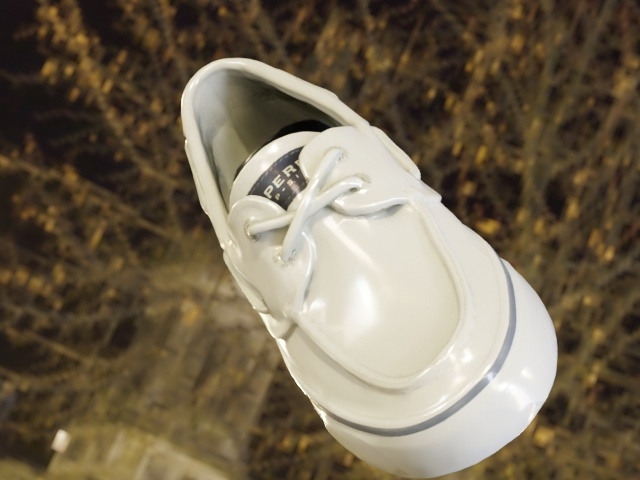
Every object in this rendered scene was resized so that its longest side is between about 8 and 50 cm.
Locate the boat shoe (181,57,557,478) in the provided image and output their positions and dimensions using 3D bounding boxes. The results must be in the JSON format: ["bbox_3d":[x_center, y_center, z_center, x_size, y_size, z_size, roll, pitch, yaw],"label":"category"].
[{"bbox_3d":[0.000,0.000,0.683,0.084,0.095,0.258,48,-3,-31],"label":"boat shoe"}]
